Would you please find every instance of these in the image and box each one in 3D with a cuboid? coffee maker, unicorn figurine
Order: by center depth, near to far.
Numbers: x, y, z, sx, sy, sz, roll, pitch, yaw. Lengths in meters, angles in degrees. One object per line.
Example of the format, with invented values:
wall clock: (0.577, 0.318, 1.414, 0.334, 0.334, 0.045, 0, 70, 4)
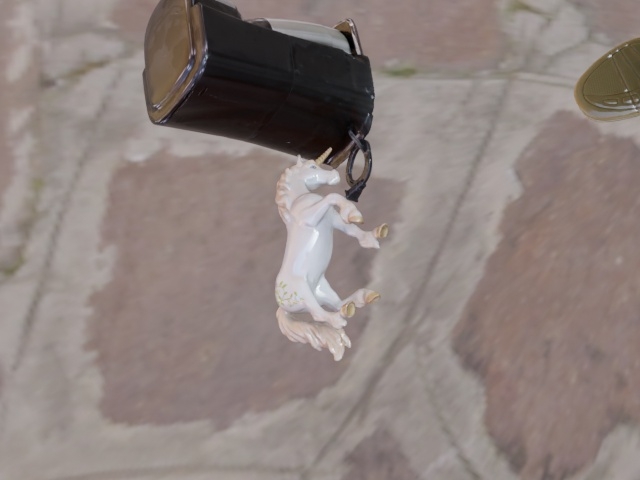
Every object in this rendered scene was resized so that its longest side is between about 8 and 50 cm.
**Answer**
unicorn figurine: (0.000, 0.000, 1.432, 0.111, 0.060, 0.162, 12, 77, 45)
coffee maker: (-0.050, -0.133, 1.661, 0.178, 0.171, 0.120, 10, 119, -31)

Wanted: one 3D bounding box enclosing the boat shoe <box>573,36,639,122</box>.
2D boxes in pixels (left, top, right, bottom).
boat shoe: (0.220, -0.107, 1.212, 0.135, 0.045, 0.050, -25, 74, -7)
